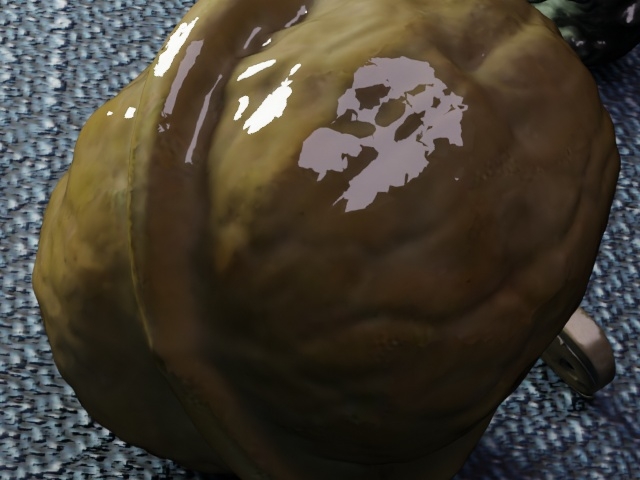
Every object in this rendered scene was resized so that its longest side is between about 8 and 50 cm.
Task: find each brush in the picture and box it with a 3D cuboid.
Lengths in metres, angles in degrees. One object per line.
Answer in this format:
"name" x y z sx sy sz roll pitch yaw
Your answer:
"brush" 0.051 -0.012 1.179 0.065 0.070 0.327 -34 60 -21

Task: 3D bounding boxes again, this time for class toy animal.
"toy animal" 0.131 -0.252 1.450 0.168 0.106 0.343 -4 40 -21

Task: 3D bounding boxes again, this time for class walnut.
"walnut" 0.000 0.000 0.980 0.296 0.285 0.285 -10 22 40
